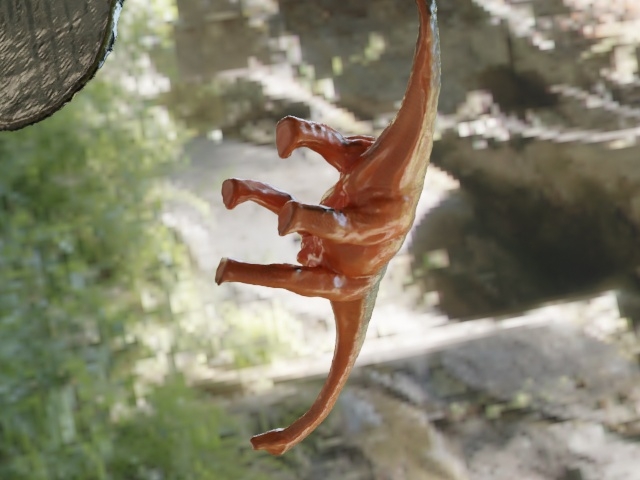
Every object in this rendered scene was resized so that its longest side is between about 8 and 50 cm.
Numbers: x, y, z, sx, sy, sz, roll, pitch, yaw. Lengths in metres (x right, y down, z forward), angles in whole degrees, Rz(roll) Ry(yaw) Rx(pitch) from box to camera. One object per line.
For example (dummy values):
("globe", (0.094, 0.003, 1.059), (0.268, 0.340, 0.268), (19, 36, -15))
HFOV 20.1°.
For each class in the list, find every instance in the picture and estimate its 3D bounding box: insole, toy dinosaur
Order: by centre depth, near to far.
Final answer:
("toy dinosaur", (0.001, 0.005, 0.840), (0.055, 0.101, 0.279), (-101, -150, -41))
("insole", (-0.173, -0.161, 1.042), (0.009, 0.119, 0.348), (53, 11, -36))
